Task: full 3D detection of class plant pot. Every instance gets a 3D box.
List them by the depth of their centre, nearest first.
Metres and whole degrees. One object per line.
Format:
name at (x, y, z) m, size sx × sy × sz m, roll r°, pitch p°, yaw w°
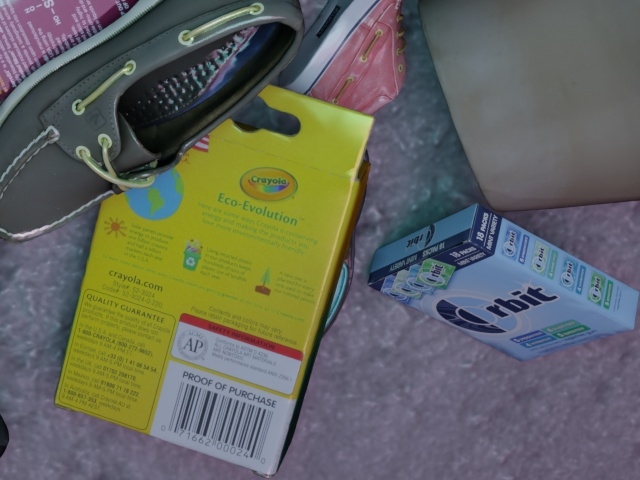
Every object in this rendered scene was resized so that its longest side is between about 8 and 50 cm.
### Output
plant pot at (0.239, -0.159, 1.141) m, size 0.280 × 0.323 × 0.323 m, roll -19°, pitch 115°, yaw 11°

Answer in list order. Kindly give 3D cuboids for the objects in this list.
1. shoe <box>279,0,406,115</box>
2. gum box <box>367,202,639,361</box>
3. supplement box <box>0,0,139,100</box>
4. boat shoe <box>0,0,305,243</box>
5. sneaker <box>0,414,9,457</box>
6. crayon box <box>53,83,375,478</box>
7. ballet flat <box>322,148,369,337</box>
shoe at (0.048, -0.178, 1.190) m, size 0.081 × 0.063 × 0.178 m, roll 31°, pitch 105°, yaw -25°
gum box at (0.161, 0.042, 1.258) m, size 0.184 × 0.157 × 0.041 m, roll 26°, pitch 63°, yaw -23°
supplement box at (-0.218, -0.176, 1.090) m, size 0.188 × 0.104 × 0.081 m, roll -25°, pitch 115°, yaw -5°
boat shoe at (-0.141, -0.096, 1.049) m, size 0.305 × 0.091 × 0.109 m, roll -39°, pitch 137°, yaw 11°
sneaker at (-0.397, 0.219, 1.210) m, size 0.283 × 0.107 × 0.124 m, roll -17°, pitch 129°, yaw -5°
crayon box at (-0.084, 0.014, 1.174) m, size 0.202 × 0.081 × 0.318 m, roll 18°, pitch 106°, yaw 5°
ballet flat at (0.000, 0.000, 1.237) m, size 0.074 × 0.074 × 0.203 m, roll 10°, pitch 106°, yaw -19°
